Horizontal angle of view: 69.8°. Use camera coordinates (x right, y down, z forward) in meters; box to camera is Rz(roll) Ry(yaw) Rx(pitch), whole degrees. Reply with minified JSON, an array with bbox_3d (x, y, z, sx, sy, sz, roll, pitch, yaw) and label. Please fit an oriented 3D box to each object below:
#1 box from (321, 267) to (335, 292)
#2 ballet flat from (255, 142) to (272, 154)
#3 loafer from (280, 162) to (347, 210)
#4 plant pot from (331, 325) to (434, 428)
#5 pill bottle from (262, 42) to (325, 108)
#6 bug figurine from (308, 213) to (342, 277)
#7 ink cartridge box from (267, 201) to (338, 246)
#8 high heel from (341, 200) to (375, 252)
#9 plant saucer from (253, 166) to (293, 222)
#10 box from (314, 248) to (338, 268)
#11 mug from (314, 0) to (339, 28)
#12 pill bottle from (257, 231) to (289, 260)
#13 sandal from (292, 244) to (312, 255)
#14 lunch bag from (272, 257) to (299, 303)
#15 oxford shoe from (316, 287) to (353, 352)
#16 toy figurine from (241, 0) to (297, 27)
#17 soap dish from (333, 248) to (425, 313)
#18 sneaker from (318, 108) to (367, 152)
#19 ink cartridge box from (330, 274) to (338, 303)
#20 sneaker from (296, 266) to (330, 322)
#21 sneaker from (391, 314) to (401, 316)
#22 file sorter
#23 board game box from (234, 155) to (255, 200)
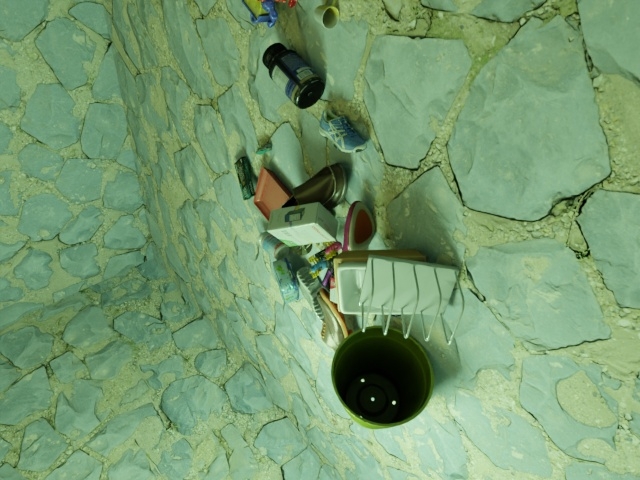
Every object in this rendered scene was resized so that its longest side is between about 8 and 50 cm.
[{"bbox_3d":[0.076,0.204,1.954,0.162,0.029,0.116,50,146,21],"label":"box"},{"bbox_3d":[-0.238,-0.391,1.941,0.114,0.041,0.041,-2,112,55],"label":"ballet flat"},{"bbox_3d":[-0.032,-0.156,1.685,0.366,0.130,0.133,-42,63,48],"label":"loafer"},{"bbox_3d":[0.220,0.569,1.779,0.366,0.367,0.352,45,156,25],"label":"plant pot"},{"bbox_3d":[-0.095,-0.554,1.529,0.219,0.123,0.122,51,147,17],"label":"pill bottle"},{"bbox_3d":[0.000,0.000,1.820,0.216,0.072,0.278,-33,63,48],"label":"bug figurine"},{"bbox_3d":[-0.063,-0.055,1.688,0.213,0.093,0.154,-6,153,31],"label":"ink cartridge box"},{"bbox_3d":[0.101,0.007,1.689,0.181,0.127,0.376,34,135,47],"label":"high heel"},{"bbox_3d":[-0.191,-0.166,2.031,0.258,0.048,0.259,50,147,18],"label":"plant saucer"},{"bbox_3d":[0.027,0.075,1.891,0.083,0.062,0.052,15,124,49],"label":"box"},{"bbox_3d":[0.018,-0.670,1.356,0.064,0.078,0.062,44,178,40],"label":"mug"},{"bbox_3d":[-0.227,0.023,2.187,0.160,0.087,0.087,35,139,35],"label":"pill bottle"},{"bbox_3d":[-0.102,-0.027,1.981,0.090,0.060,0.219,-18,122,23],"label":"sandal"},{"bbox_3d":[-0.161,0.186,2.148,0.219,0.090,0.175,88,162,-63],"label":"lunch bag"},{"bbox_3d":[0.050,0.373,1.961,0.130,0.133,0.363,-90,-24,-74],"label":"oxford shoe"},{"bbox_3d":[-0.232,-0.809,1.478,0.362,0.191,0.217,55,152,13],"label":"toy figurine"},{"bbox_3d":[0.197,0.135,1.531,0.291,0.118,0.228,-2,122,7],"label":"soap dish"},{"bbox_3d":[0.067,-0.354,1.492,0.211,0.080,0.081,38,144,30],"label":"sneaker"},{"bbox_3d":[0.115,0.207,1.835,0.151,0.063,0.109,18,115,39],"label":"ink cartridge box"},{"bbox_3d":[-0.017,0.252,2.081,0.281,0.105,0.115,63,163,12],"label":"sneaker"},{"bbox_3d":[0.264,0.189,1.660,0.078,0.067,0.188,-8,106,34],"label":"sneaker"},{"bbox_3d":[0.267,0.184,1.383,0.278,0.173,0.192,8,122,1],"label":"file sorter"},{"bbox_3d":[-0.354,-0.288,2.142,0.126,0.026,0.186,-11,93,64],"label":"board game box"}]
